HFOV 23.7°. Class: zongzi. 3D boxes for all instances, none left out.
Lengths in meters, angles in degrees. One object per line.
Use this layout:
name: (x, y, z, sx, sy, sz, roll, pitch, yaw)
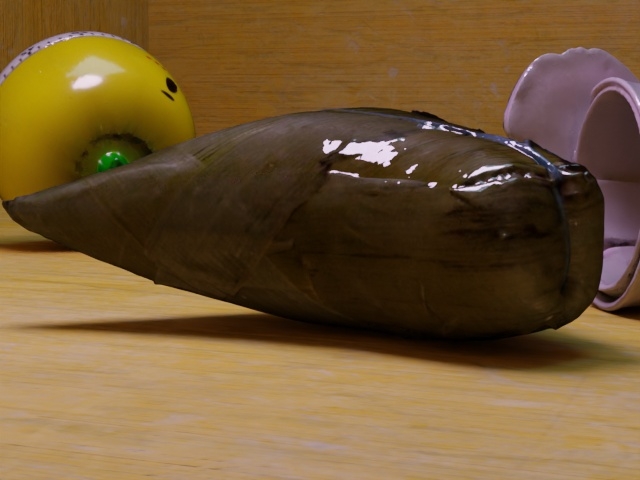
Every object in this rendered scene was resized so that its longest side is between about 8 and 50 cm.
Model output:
zongzi: (-0.009, -0.008, 1.159, 0.393, 0.174, 0.356, -3, 10, -24)

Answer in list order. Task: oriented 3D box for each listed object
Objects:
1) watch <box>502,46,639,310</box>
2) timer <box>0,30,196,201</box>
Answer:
watch: (0.271, -0.060, 1.348, 0.196, 0.244, 0.231, 0, -2, -10)
timer: (-0.266, -0.103, 1.846, 0.285, 0.285, 0.285, 0, 5, 0)
